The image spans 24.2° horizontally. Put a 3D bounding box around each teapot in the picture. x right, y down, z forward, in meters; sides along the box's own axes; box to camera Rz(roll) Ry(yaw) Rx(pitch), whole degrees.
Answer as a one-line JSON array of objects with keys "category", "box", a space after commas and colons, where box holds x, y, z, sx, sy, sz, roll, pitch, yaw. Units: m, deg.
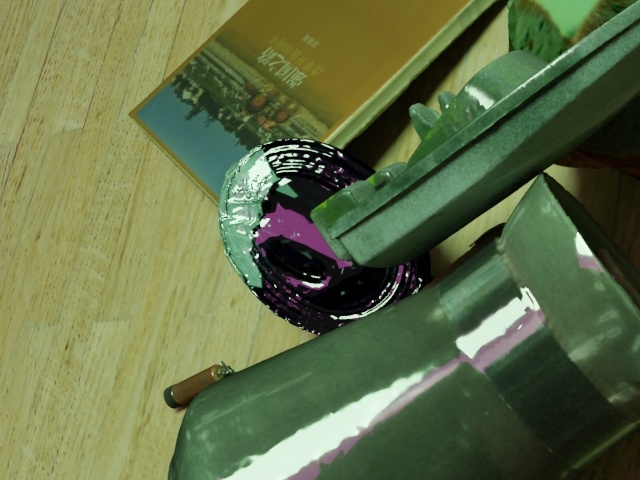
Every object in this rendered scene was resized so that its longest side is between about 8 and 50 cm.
[{"category": "teapot", "box": [0.085, 0.124, 1.075, 0.344, 0.253, 0.300, -38, 23, 12]}]

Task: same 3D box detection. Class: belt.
[{"category": "belt", "box": [0.000, 0.000, 1.266, 0.198, 0.078, 0.151, 43, 94, 12]}]

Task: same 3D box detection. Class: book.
[{"category": "book", "box": [0.003, -0.194, 1.427, 0.374, 0.028, 0.262, -44, 42, -2]}]

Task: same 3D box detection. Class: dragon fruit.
[{"category": "dragon fruit", "box": [0.258, -0.166, 1.147, 0.295, 0.130, 0.268, 34, 97, 49]}]

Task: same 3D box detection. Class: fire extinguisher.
[{"category": "fire extinguisher", "box": [-0.110, 0.137, 1.404, 0.083, 0.022, 0.028, -27, 88, 30]}]

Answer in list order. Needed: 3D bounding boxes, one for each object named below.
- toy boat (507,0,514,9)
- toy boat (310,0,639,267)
[{"category": "toy boat", "box": [0.223, -0.338, 1.308, 0.055, 0.093, 0.293, 11, 72, 29]}, {"category": "toy boat", "box": [0.133, -0.087, 1.058, 0.319, 0.141, 0.092, -37, 85, 34]}]
